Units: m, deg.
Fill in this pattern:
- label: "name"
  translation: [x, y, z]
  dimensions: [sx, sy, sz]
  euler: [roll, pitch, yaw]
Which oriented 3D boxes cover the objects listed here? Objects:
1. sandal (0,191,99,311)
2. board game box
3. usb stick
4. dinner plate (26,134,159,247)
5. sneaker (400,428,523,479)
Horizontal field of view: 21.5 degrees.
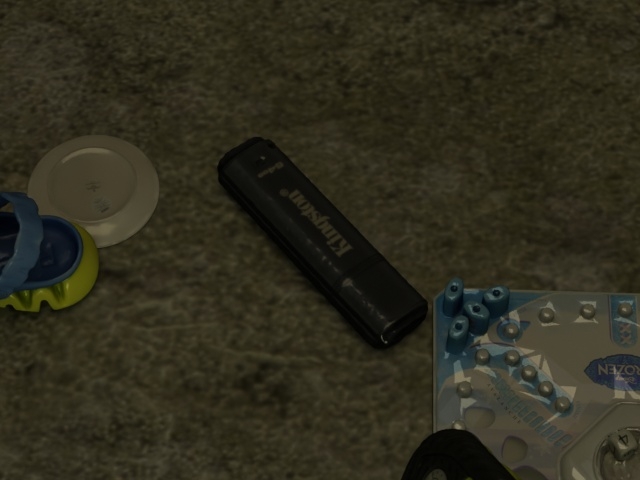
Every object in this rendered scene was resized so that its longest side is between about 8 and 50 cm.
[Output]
- label: "sandal"
  translation: [-0.384, 0.026, 1.673]
  dimensions: [0.317, 0.138, 0.126]
  euler: [-19, 66, -8]
- label: "board game box"
  translation: [0.304, 0.216, 1.621]
  dimensions: [0.389, 0.050, 0.390]
  euler: [2, 61, 0]
- label: "usb stick"
  translation: [0.000, 0.000, 1.742]
  dimensions: [0.077, 0.045, 0.278]
  euler: [-36, 67, -18]
- label: "dinner plate"
  translation: [-0.241, -0.056, 1.789]
  dimensions: [0.141, 0.017, 0.141]
  euler: [0, 62, 0]
- label: "sneaker"
  translation: [0.202, 0.320, 1.474]
  dimensions: [0.145, 0.147, 0.385]
  euler: [-53, 51, 19]
